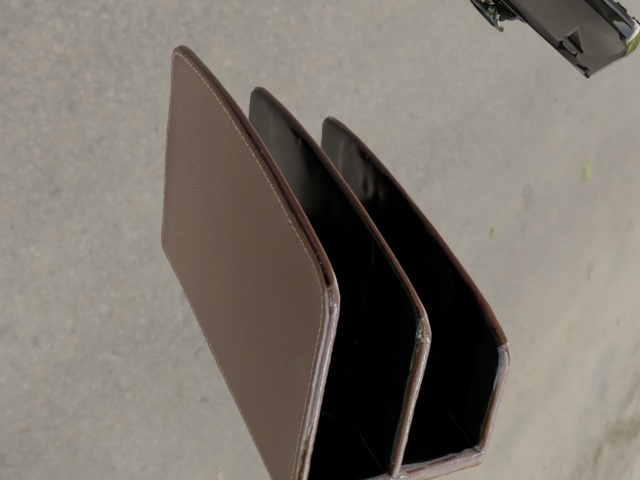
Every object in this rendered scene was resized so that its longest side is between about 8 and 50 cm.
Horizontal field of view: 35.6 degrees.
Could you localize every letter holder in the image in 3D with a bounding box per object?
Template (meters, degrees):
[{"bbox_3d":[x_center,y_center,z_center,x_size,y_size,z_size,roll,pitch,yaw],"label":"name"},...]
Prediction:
[{"bbox_3d":[0.000,0.000,0.719,0.152,0.302,0.214,-10,131,-22],"label":"letter holder"}]

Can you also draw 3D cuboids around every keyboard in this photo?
[{"bbox_3d":[0.079,-0.225,0.664,0.033,0.317,0.201,-46,180,1],"label":"keyboard"}]
